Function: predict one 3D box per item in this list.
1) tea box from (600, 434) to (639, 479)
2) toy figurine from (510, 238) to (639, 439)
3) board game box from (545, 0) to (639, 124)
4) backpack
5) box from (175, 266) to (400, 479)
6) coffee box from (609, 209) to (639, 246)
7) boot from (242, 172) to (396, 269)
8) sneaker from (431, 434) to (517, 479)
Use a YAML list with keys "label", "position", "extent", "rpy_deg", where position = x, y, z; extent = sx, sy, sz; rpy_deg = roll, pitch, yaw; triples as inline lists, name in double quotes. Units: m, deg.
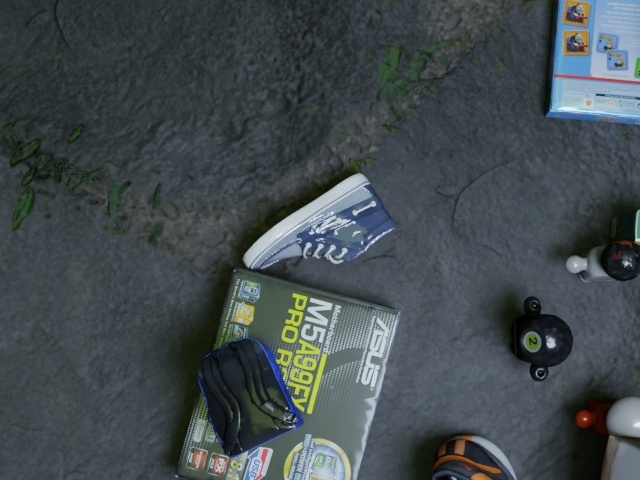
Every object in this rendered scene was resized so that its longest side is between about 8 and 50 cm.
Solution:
- label: "tea box"
  position: [0.453, 0.397, 0.879]
  extent: [0.323, 0.220, 0.329]
  rpy_deg: [11, 91, -13]
- label: "toy figurine"
  position: [0.350, 0.116, 1.036]
  extent: [0.209, 0.148, 0.213]
  rpy_deg: [-44, 84, -2]
- label: "board game box"
  position: [0.378, -0.258, 1.128]
  extent: [0.160, 0.039, 0.211]
  rpy_deg: [6, 85, 3]
- label: "backpack"
  position: [-0.086, 0.177, 1.010]
  extent: [0.098, 0.101, 0.120]
  rpy_deg: [-26, 80, -2]
- label: "box"
  position: [-0.038, 0.189, 1.088]
  extent: [0.216, 0.060, 0.270]
  rpy_deg: [16, 85, 4]
- label: "coffee box"
  position: [0.457, -0.005, 1.063]
  extent: [0.184, 0.113, 0.040]
  rpy_deg: [6, 87, 2]
- label: "boot"
  position: [0.000, 0.000, 1.100]
  extent: [0.190, 0.069, 0.086]
  rpy_deg: [-35, 81, -3]
- label: "sneaker"
  position: [0.221, 0.379, 0.988]
  extent: [0.124, 0.180, 0.321]
  rpy_deg: [-42, 81, 14]
